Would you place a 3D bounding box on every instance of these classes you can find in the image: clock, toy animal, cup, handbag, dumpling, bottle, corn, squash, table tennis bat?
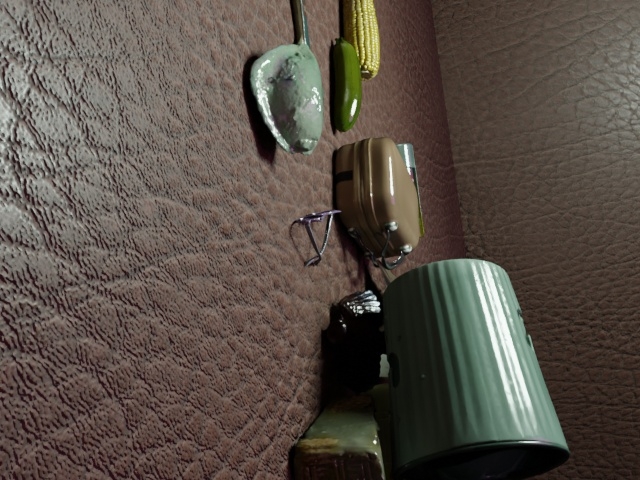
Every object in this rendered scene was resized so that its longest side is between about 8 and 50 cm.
[{"bbox_3d":[0.174,0.451,1.661,0.308,0.096,0.235,26,57,-68],"label":"clock"},{"bbox_3d":[0.084,0.198,1.458,0.179,0.116,0.219,41,51,-64],"label":"toy animal"},{"bbox_3d":[0.252,0.287,1.394,0.310,0.401,0.393,11,55,-25],"label":"cup"},{"bbox_3d":[0.139,-0.066,1.682,0.302,0.149,0.283,52,32,-60],"label":"handbag"},{"bbox_3d":[-0.051,-0.259,1.243,0.149,0.104,0.217,49,41,-69],"label":"dumpling"},{"bbox_3d":[0.255,-0.147,2.153,0.082,0.082,0.286,-4,86,-72],"label":"bottle"},{"bbox_3d":[0.104,-0.526,1.833,0.093,0.093,0.244,41,45,-63],"label":"corn"},{"bbox_3d":[0.063,-0.371,1.689,0.069,0.069,0.258,44,43,-62],"label":"squash"},{"bbox_3d":[-0.031,-0.361,1.483,0.173,0.022,0.302,-4,88,-72],"label":"table tennis bat"}]

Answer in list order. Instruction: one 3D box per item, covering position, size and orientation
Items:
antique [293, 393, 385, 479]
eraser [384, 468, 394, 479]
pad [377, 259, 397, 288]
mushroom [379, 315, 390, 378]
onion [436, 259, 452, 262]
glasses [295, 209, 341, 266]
[{"bbox_3d":[0.052,0.375,1.297,0.284,0.150,0.125,-41,124,-78],"label":"antique"},{"bbox_3d":[0.072,0.467,1.308,0.097,0.122,0.045,-55,132,-65],"label":"eraser"},{"bbox_3d":[0.229,0.218,1.748,0.220,0.004,0.330,41,27,-52],"label":"pad"},{"bbox_3d":[0.179,0.235,1.772,0.351,0.097,0.110,-58,151,-68],"label":"mushroom"},{"bbox_3d":[0.398,0.182,2.295,0.246,0.190,0.247,-34,130,-54],"label":"onion"},{"bbox_3d":[0.000,0.000,1.370,0.140,0.062,0.104,-25,108,-70],"label":"glasses"}]
